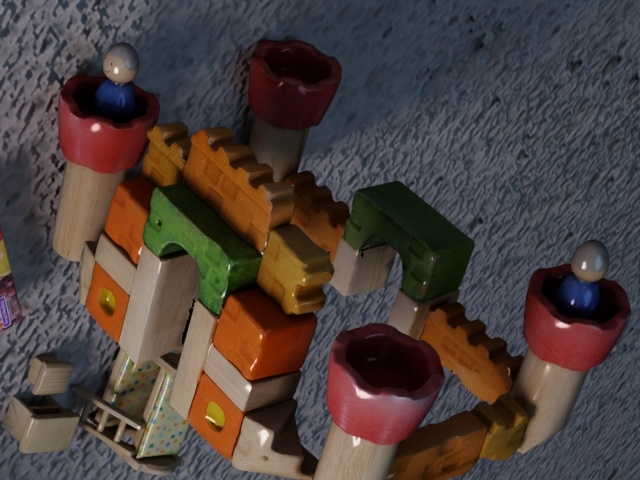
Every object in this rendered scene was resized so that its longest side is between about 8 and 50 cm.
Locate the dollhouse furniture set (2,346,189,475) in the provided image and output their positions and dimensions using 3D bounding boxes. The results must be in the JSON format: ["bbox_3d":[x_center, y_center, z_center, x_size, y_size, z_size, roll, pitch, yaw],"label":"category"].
[{"bbox_3d":[-0.181,0.117,1.611,0.161,0.101,0.182,2,115,-48],"label":"dollhouse furniture set"}]

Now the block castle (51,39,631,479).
[{"bbox_3d":[0.000,0.000,1.443,0.303,0.453,0.213,-15,135,-39],"label":"block castle"}]

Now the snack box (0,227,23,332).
[{"bbox_3d":[-0.311,0.032,1.462,0.100,0.037,0.141,-31,136,-26],"label":"snack box"}]
